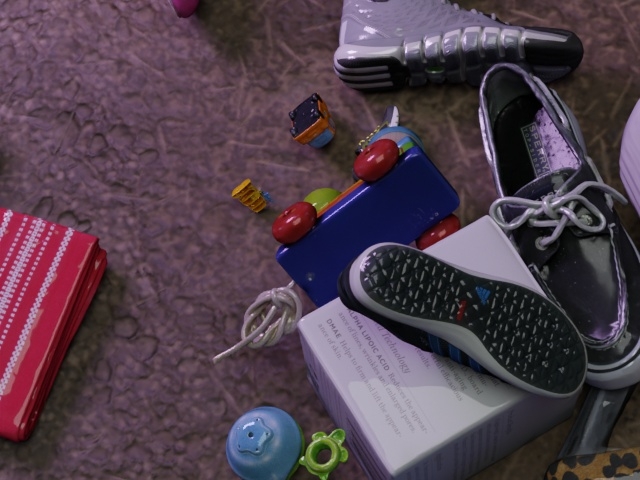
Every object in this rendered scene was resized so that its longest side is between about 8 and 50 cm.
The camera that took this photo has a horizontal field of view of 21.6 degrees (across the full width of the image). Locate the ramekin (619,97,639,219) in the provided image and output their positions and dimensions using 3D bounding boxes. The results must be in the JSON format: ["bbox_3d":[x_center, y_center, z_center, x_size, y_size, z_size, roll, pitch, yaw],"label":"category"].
[{"bbox_3d":[0.372,-0.080,1.388,0.273,0.273,0.127,-27,57,-8],"label":"ramekin"}]

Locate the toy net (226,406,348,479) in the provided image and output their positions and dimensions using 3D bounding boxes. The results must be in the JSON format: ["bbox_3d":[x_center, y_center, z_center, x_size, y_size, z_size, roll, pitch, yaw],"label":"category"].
[{"bbox_3d":[-0.063,0.250,1.378,0.122,0.045,0.232,20,75,25],"label":"toy net"}]

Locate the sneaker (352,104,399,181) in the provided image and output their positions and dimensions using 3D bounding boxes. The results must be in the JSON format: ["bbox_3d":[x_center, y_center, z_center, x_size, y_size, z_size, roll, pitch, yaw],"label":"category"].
[{"bbox_3d":[0.051,-0.088,1.526,0.035,0.031,0.083,12,69,9],"label":"sneaker"}]

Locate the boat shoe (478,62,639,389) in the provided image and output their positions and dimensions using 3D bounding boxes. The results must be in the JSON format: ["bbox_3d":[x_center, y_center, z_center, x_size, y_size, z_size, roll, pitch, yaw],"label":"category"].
[{"bbox_3d":[0.204,-0.021,1.420,0.113,0.105,0.306,-21,58,18],"label":"boat shoe"}]

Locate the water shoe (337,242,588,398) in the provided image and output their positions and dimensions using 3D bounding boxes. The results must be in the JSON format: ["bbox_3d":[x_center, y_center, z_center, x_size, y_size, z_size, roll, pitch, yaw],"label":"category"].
[{"bbox_3d":[0.110,0.059,1.279,0.203,0.080,0.073,29,74,-12],"label":"water shoe"}]

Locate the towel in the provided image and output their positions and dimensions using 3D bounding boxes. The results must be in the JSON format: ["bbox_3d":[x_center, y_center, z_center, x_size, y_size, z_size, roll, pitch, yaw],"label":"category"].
[{"bbox_3d":[-0.346,0.052,1.493,0.275,0.031,0.199,16,71,12],"label":"towel"}]

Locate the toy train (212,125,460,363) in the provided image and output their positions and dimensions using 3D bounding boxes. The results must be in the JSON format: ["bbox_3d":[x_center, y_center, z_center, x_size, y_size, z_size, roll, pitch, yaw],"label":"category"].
[{"bbox_3d":[0.000,0.000,1.447,0.248,0.143,0.105,-37,107,11],"label":"toy train"}]

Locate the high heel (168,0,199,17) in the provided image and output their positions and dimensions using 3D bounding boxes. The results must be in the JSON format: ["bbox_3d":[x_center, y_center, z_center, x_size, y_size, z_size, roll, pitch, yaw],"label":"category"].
[{"bbox_3d":[-0.100,-0.321,1.607,0.117,0.082,0.244,-10,54,10],"label":"high heel"}]

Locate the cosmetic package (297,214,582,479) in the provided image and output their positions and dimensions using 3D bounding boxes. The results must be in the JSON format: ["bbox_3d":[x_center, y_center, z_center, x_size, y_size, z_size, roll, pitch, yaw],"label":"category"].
[{"bbox_3d":[0.099,0.107,1.378,0.184,0.151,0.151,-29,68,-10],"label":"cosmetic package"}]

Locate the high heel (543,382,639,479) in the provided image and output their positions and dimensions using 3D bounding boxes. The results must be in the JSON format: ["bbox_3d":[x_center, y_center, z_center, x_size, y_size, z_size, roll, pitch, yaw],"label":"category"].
[{"bbox_3d":[0.317,0.209,1.357,0.261,0.093,0.186,20,72,20],"label":"high heel"}]

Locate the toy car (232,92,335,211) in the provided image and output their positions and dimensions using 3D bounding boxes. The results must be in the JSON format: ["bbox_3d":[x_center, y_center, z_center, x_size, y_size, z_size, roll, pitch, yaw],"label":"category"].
[{"bbox_3d":[-0.031,-0.078,1.536,0.122,0.060,0.040,-46,116,3],"label":"toy car"}]

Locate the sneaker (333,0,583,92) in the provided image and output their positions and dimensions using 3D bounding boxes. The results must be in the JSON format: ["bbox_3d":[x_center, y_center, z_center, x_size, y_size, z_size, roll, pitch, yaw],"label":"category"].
[{"bbox_3d":[0.126,-0.213,1.547,0.229,0.086,0.132,-1,65,4],"label":"sneaker"}]
